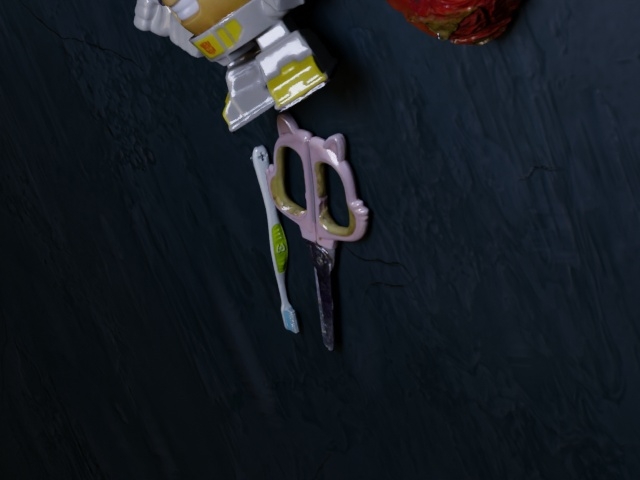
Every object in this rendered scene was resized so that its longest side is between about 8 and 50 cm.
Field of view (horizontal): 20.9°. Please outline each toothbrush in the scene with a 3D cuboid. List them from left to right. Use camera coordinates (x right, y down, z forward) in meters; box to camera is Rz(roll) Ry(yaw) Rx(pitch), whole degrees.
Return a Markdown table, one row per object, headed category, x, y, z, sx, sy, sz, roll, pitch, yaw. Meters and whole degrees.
| category | x | y | z | sx | sy | sz | roll | pitch | yaw |
| --- | --- | --- | --- | --- | --- | --- | --- | --- | --- |
| toothbrush | -0.055 | 0.000 | 2.115 | 0.026 | 0.022 | 0.263 | 33 | 141 | 52 |

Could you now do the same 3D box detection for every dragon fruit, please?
| category | x | y | z | sx | sy | sz | roll | pitch | yaw |
| --- | --- | --- | --- | --- | --- | --- | --- | --- | --- |
| dragon fruit | 0.126 | -0.249 | 1.624 | 0.120 | 0.127 | 0.161 | -1 | 115 | 59 |

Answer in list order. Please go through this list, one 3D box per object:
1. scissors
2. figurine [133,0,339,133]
| category | x | y | z | sx | sy | sz | roll | pitch | yaw |
| --- | --- | --- | --- | --- | --- | --- | --- | --- | --- |
| scissors | 0.000 | 0.000 | 2.046 | 0.160 | 0.024 | 0.317 | 24 | 133 | 36 |
| figurine | -0.105 | -0.267 | 1.864 | 0.309 | 0.143 | 0.308 | 14 | 120 | 26 |
